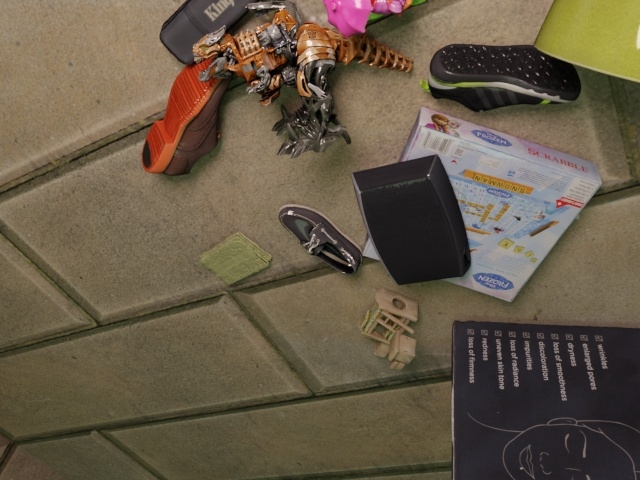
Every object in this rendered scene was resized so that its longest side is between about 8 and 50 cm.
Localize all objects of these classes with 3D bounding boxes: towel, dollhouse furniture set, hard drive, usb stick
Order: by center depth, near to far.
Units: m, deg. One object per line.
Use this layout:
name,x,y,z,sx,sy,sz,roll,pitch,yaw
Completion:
usb stick,-0.142,-0.370,0.863,0.278,0.045,0.077,-30,110,32
hard drive,0.164,-0.023,1.014,0.171,0.054,0.255,-10,128,23
towel,-0.190,0.041,1.263,0.148,0.027,0.110,-29,121,32
dollhouse furniture set,0.129,0.229,1.268,0.101,0.161,0.182,21,132,-6

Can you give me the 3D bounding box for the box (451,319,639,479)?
box,0.506,0.438,1.155,0.471,0.480,0.298,0,133,14

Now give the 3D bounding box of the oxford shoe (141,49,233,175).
oxford shoe,-0.217,-0.221,1.008,0.098,0.097,0.271,9,137,-43

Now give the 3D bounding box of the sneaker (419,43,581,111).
sneaker,0.274,-0.244,0.880,0.234,0.084,0.097,11,157,4

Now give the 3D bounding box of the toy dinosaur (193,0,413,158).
toy dinosaur,-0.025,-0.256,0.879,0.321,0.164,0.219,5,118,14

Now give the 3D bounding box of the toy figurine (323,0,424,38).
toy figurine,0.071,-0.332,0.773,0.173,0.159,0.130,8,133,5

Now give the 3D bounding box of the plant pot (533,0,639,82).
plant pot,0.426,-0.339,0.641,0.274,0.275,0.294,12,118,2

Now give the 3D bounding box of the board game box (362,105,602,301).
board game box,0.275,-0.051,1.044,0.318,0.066,0.318,18,133,-3

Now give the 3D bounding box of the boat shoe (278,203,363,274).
boat shoe,0.000,0.000,1.155,0.206,0.065,0.075,34,130,-17
